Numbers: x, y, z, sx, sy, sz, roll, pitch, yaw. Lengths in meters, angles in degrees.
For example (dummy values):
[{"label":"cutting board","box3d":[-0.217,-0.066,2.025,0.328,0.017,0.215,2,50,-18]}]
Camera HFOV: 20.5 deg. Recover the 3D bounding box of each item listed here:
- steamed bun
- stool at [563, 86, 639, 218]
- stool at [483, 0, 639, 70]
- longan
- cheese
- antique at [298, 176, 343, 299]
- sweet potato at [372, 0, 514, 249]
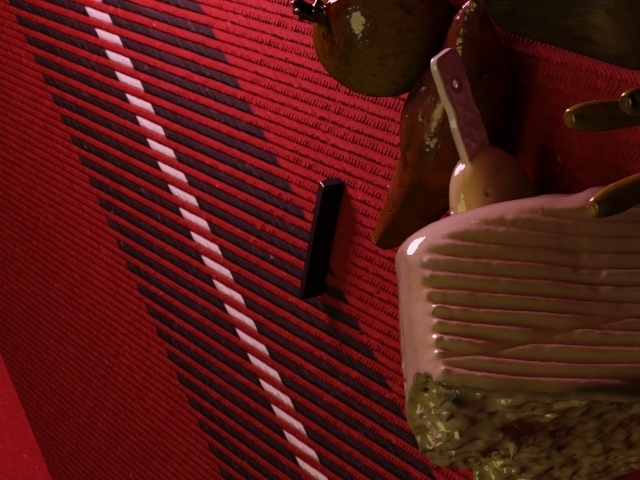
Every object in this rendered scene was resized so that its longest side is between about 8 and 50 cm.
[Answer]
[{"label":"steamed bun","box3d":[0.201,0.113,1.619,0.272,0.290,0.273,101,162,-50]},{"label":"stool","box3d":[0.290,-0.082,1.522,0.134,0.110,0.135,52,144,38]},{"label":"stool","box3d":[0.274,-0.207,1.321,0.264,0.179,0.179,21,125,32]},{"label":"longan","box3d":[0.055,-0.224,1.833,0.145,0.176,0.154,-106,33,-57]},{"label":"cheese","box3d":[0.156,-0.064,1.722,0.050,0.127,0.255,-3,117,43]},{"label":"antique","box3d":[0.000,0.000,2.202,0.015,0.031,0.192,52,146,38]},{"label":"sweet potato","box3d":[0.134,-0.107,1.810,0.112,0.112,0.359,54,149,34]}]
